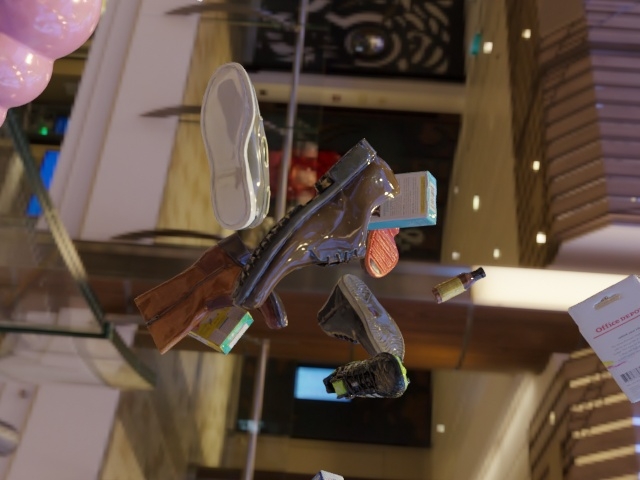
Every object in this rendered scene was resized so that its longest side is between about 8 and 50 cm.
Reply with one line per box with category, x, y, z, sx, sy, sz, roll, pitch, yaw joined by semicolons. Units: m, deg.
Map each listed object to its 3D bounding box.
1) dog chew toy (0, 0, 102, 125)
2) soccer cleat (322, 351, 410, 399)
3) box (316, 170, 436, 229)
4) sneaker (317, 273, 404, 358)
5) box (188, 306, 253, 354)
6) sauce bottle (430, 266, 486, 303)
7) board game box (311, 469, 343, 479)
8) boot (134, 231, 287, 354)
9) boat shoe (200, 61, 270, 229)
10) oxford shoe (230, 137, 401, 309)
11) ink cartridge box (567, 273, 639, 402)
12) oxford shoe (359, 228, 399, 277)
dog chew toy;-0.457;-0.285;1.336;0.331;0.207;0.206;-56;-178;6
soccer cleat;0.057;0.182;1.213;0.060;0.072;0.179;71;-21;4
box;0.112;-0.076;1.929;0.060;0.244;0.100;33;56;-62
sneaker;0.080;0.185;1.866;0.118;0.083;0.222;-55;-132;32
box;-0.251;0.177;2.116;0.105;0.179;0.043;-51;144;-21
sauce bottle;0.310;0.098;2.108;0.042;0.128;0.042;155;-90;-88
board game box;-0.030;0.670;1.815;0.318;0.066;0.318;-51;-146;19
boot;-0.236;0.149;2.007;0.264;0.280;0.096;54;-2;23
boat shoe;-0.150;-0.170;1.728;0.091;0.109;0.304;0;87;-66
oxford shoe;0.000;0.000;0.998;0.227;0.096;0.083;-44;-174;-9
ink cartridge box;0.417;0.120;1.269;0.181;0.104;0.061;51;21;-19
oxford shoe;0.113;0.009;2.111;0.097;0.098;0.271;56;25;-20
